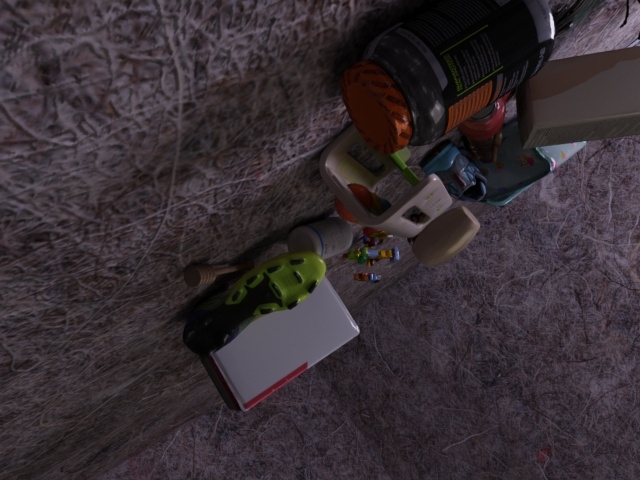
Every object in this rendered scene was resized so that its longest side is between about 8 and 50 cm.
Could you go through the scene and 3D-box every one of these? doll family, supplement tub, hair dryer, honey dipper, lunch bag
[{"bbox_3d":[0.298,-0.030,1.393,0.193,0.111,0.076,108,2,-47],"label":"doll family"},{"bbox_3d":[0.000,0.000,0.832,0.107,0.071,0.071,-19,158,-51],"label":"supplement tub"},{"bbox_3d":[0.308,-0.247,0.756,0.223,0.080,0.293,-31,165,-24],"label":"hair dryer"},{"bbox_3d":[-0.146,0.046,0.720,0.030,0.030,0.160,-41,168,18],"label":"honey dipper"},{"bbox_3d":[0.472,-0.195,1.171,0.223,0.160,0.262,-30,176,-38],"label":"lunch bag"},{"bbox_3d":[0.122,-0.173,0.471,0.190,0.117,0.117,-33,166,-11],"label":"supplement tub"}]

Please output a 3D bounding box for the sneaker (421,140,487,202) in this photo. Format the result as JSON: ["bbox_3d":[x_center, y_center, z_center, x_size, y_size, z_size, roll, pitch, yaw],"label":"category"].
[{"bbox_3d":[0.299,-0.127,1.026,0.104,0.125,0.261,-42,165,23],"label":"sneaker"}]

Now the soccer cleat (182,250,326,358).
[{"bbox_3d":[-0.117,0.091,0.807,0.289,0.093,0.121,-34,-162,16],"label":"soccer cleat"}]

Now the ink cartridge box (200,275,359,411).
[{"bbox_3d":[-0.116,0.243,1.080,0.279,0.160,0.385,-31,171,-23],"label":"ink cartridge box"}]

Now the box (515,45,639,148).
[{"bbox_3d":[0.532,-0.261,0.860,0.310,0.121,0.148,-5,172,13],"label":"box"}]

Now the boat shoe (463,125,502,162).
[{"bbox_3d":[0.335,-0.210,0.987,0.073,0.073,0.207,-1,172,18],"label":"boat shoe"}]

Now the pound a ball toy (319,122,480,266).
[{"bbox_3d":[0.115,-0.044,0.680,0.135,0.208,0.319,-40,166,14],"label":"pound a ball toy"}]

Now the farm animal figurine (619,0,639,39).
[{"bbox_3d":[0.655,-0.430,0.760,0.326,0.172,0.330,-9,-160,-3],"label":"farm animal figurine"}]

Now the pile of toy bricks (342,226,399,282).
[{"bbox_3d":[0.107,0.038,1.187,0.105,0.118,0.212,4,161,-18],"label":"pile of toy bricks"}]

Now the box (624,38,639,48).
[{"bbox_3d":[0.868,-0.496,1.347,0.231,0.056,0.183,-37,166,2],"label":"box"}]
